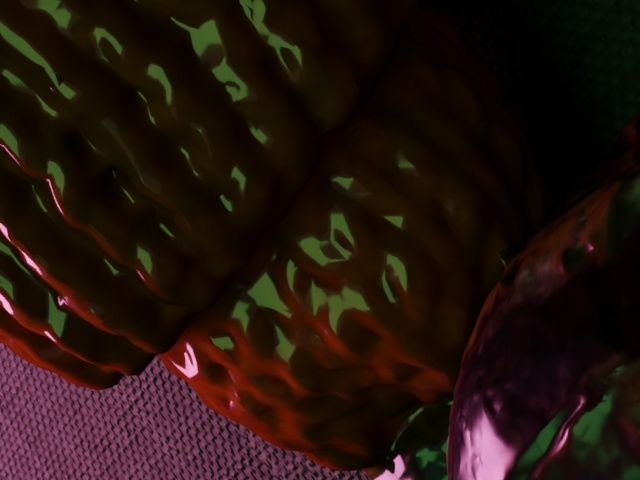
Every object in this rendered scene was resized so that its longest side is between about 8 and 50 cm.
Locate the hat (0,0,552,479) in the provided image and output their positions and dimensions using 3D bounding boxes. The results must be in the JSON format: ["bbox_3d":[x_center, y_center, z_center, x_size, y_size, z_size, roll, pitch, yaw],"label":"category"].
[{"bbox_3d":[0.000,0.000,0.783,0.400,0.285,0.285,42,139,1],"label":"hat"}]

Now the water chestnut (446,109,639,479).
[{"bbox_3d":[0.182,0.085,0.638,0.300,0.300,0.300,24,130,32],"label":"water chestnut"}]
